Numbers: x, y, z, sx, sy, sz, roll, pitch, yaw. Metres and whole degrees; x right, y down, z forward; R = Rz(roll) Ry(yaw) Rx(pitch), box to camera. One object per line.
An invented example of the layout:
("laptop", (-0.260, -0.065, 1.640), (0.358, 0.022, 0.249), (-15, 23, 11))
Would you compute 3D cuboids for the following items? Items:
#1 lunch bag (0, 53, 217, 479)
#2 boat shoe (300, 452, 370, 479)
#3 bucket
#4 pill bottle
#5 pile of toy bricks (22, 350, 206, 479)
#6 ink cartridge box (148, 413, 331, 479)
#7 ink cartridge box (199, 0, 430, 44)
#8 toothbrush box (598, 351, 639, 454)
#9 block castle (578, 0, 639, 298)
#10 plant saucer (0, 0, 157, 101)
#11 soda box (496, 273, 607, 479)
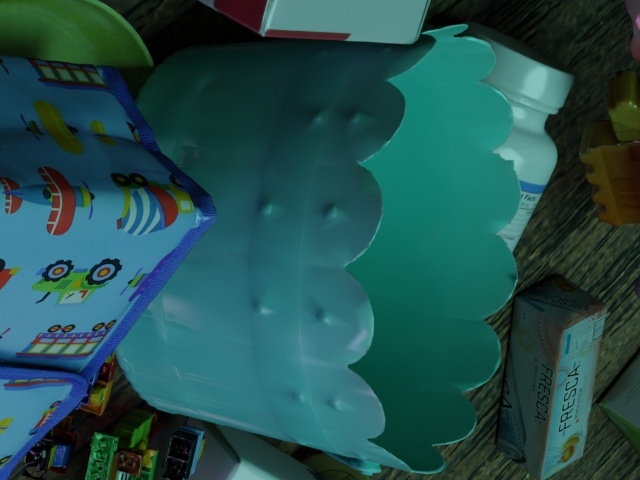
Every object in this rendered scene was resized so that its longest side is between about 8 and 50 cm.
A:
("lunch bag", (-0.234, 0.045, 1.006), (0.221, 0.138, 0.293), (2, 131, -44))
("boat shoe", (-0.025, 0.300, 1.509), (0.277, 0.098, 0.096), (-69, 167, 7))
("bucket", (0.000, 0.000, 1.135), (0.281, 0.183, 0.281), (5, 90, -66))
("pill bottle", (0.097, -0.043, 1.331), (0.124, 0.124, 0.221), (9, 111, -50))
("pile of toy bricks", (-0.139, 0.149, 1.262), (0.105, 0.118, 0.212), (-40, 146, -75))
("ink cartridge box", (-0.028, 0.295, 1.361), (0.307, 0.129, 0.223), (34, 91, -28))
("ink cartridge box", (-0.036, -0.177, 1.039), (0.127, 0.175, 0.072), (-5, 119, -46))
("toothbrush box", (0.429, 0.169, 1.859), (0.206, 0.122, 0.283), (-50, 144, -5))
("block castle", (0.314, -0.142, 1.360), (0.453, 0.213, 0.303), (63, 31, -53))
("plant saucer", (-0.202, -0.046, 1.079), (0.241, 0.037, 0.241), (-28, 137, -30))
("soda box", (0.206, 0.124, 1.629), (0.058, 0.063, 0.183), (-24, 133, -33))
